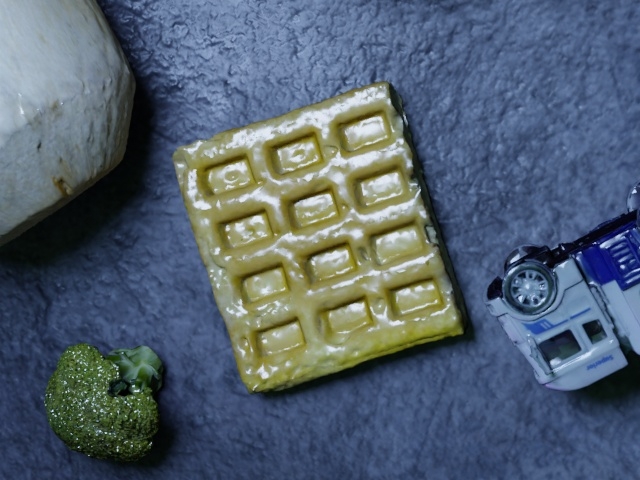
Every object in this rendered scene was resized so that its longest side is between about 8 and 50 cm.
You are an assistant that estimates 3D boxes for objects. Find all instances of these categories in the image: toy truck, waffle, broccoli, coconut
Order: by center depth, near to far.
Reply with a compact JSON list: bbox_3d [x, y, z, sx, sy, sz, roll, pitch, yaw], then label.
[{"bbox_3d":[0.287,0.036,1.234,0.268,0.124,0.155,-29,93,10],"label":"toy truck"},{"bbox_3d":[-0.324,-0.160,1.262,0.329,0.329,0.329,1,94,11],"label":"coconut"},{"bbox_3d":[0.000,0.000,1.323,0.221,0.055,0.248,-17,91,12],"label":"waffle"},{"bbox_3d":[-0.202,0.150,1.349,0.130,0.131,0.120,39,62,19],"label":"broccoli"}]
